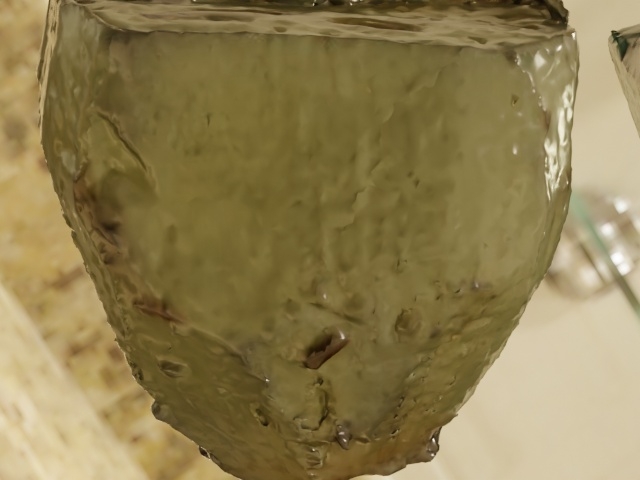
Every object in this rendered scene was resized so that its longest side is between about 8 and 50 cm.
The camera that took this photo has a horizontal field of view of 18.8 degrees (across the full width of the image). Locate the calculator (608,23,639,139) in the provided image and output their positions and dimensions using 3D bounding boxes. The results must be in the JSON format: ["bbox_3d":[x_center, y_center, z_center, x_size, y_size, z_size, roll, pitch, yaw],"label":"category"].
[{"bbox_3d":[0.185,0.034,0.746,0.274,0.058,0.248,-80,150,-78],"label":"calculator"}]

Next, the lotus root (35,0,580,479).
[{"bbox_3d":[0.002,0.001,0.508,0.070,0.143,0.144,-112,-165,-73],"label":"lotus root"}]
